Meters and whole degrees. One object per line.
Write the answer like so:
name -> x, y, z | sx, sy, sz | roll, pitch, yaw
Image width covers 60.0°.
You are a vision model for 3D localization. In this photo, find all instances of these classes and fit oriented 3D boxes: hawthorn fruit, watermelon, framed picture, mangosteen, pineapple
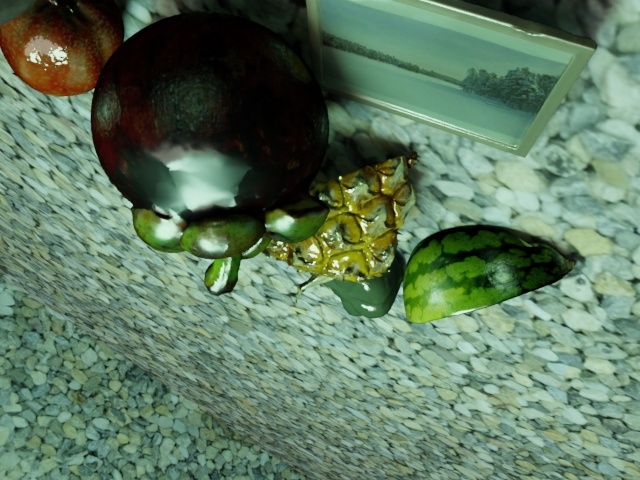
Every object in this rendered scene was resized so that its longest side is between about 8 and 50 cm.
hawthorn fruit -> -0.362, -0.284, 0.771 | 0.169, 0.169, 0.188 | 36, 152, -13
watermelon -> 0.218, 0.045, 0.892 | 0.304, 0.159, 0.128 | -23, 84, 50
framed picture -> 0.121, -0.193, 0.621 | 0.289, 0.016, 0.213 | 21, 164, 9
mangosteen -> -0.132, -0.124, 0.695 | 0.312, 0.311, 0.311 | 19, 147, 13
pineapple -> 0.002, 0.005, 0.839 | 0.335, 0.161, 0.158 | -21, 85, 43

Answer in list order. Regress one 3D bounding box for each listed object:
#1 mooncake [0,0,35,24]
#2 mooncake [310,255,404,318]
mooncake -> -0.402, -0.378, 0.551 | 0.154, 0.306, 0.306 | 19, 148, 23
mooncake -> 0.061, 0.064, 1.007 | 0.175, 0.104, 0.168 | 30, 154, 1
